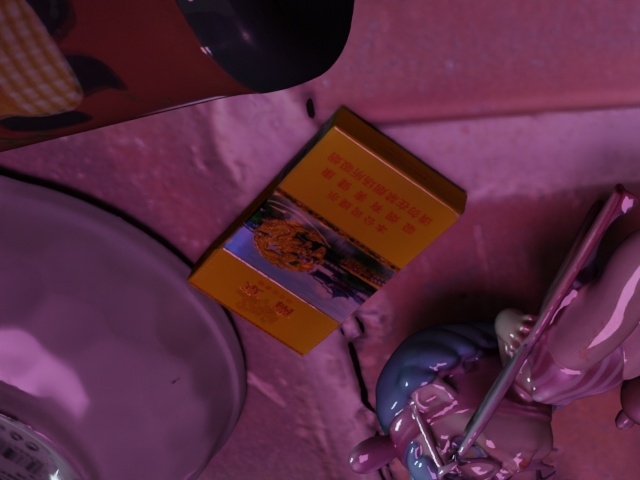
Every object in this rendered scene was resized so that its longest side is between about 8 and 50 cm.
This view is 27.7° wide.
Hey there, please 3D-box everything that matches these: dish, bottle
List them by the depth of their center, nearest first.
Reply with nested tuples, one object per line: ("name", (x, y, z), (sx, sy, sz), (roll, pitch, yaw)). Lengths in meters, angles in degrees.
("bottle", (-0.159, -0.106, 0.598), (0.336, 0.144, 0.144), (-12, 126, 27))
("dish", (-0.194, 0.099, 0.797), (0.303, 0.120, 0.303), (7, 132, 8))

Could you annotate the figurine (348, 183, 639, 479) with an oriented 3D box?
("figurine", (0.142, 0.054, 0.694), (0.205, 0.103, 0.260), (5, 142, -40))

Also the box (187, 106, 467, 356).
("box", (0.000, 0.000, 0.722), (0.087, 0.023, 0.155), (32, 132, -16))
